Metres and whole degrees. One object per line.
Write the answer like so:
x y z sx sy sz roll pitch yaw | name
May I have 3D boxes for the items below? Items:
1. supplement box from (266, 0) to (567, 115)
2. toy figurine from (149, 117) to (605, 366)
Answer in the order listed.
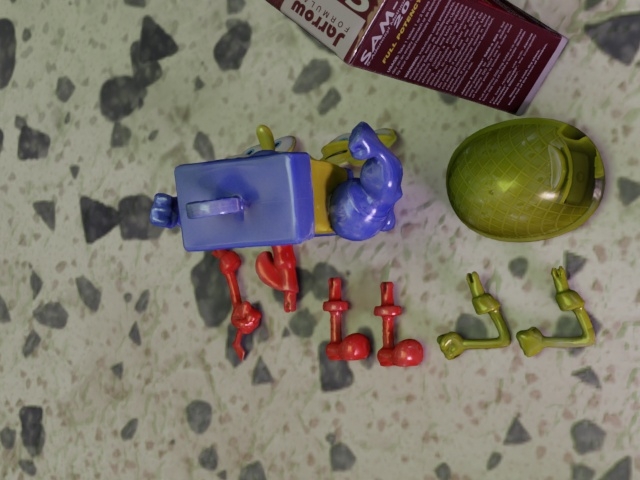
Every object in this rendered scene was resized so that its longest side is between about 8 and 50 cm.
0.059 -0.163 0.949 0.130 0.239 0.073 40 109 29 | supplement box
0.000 0.000 0.996 0.362 0.217 0.191 -2 87 35 | toy figurine
